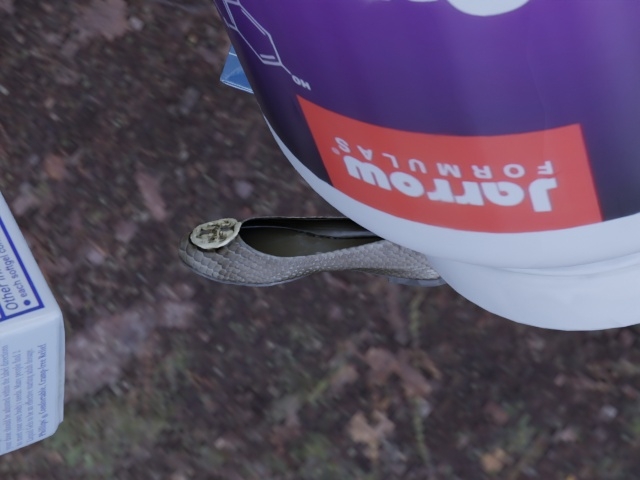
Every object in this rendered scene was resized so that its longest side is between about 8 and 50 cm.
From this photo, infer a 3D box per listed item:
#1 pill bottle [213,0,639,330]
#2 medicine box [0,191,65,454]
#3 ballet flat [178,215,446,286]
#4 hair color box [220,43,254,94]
[{"bbox_3d":[0.046,-0.117,0.492,0.181,0.181,0.323,-36,140,-11],"label":"pill bottle"},{"bbox_3d":[-0.336,0.027,1.172,0.289,0.263,0.149,-20,150,-19],"label":"medicine box"},{"bbox_3d":[0.000,0.000,1.693,0.249,0.084,0.058,3,129,4],"label":"ballet flat"},{"bbox_3d":[0.048,-0.276,1.659,0.174,0.105,0.347,6,103,-61],"label":"hair color box"}]
